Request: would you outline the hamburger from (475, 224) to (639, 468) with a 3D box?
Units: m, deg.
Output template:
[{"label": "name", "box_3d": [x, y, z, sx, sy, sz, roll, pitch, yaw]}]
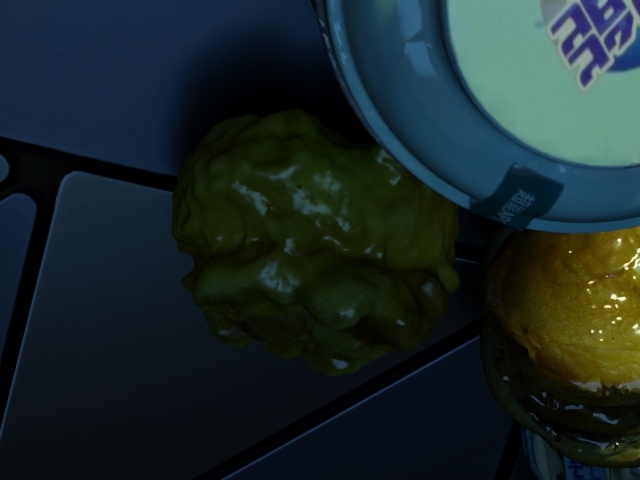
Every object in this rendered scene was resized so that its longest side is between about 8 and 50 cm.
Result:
[{"label": "hamburger", "box_3d": [0.177, 0.051, 1.209, 0.177, 0.185, 0.113, -49, 153, -23]}]

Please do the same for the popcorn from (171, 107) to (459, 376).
[{"label": "popcorn", "box_3d": [-0.003, 0.005, 1.159, 0.197, 0.197, 0.156, 2, 80, -7]}]

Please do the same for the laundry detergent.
[{"label": "laundry detergent", "box_3d": [0.131, -0.168, 1.050, 0.287, 0.305, 0.287, -2, 110, -5]}]

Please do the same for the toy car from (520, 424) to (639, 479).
[{"label": "toy car", "box_3d": [0.221, 0.137, 1.279, 0.161, 0.098, 0.126, -10, 112, -1]}]
